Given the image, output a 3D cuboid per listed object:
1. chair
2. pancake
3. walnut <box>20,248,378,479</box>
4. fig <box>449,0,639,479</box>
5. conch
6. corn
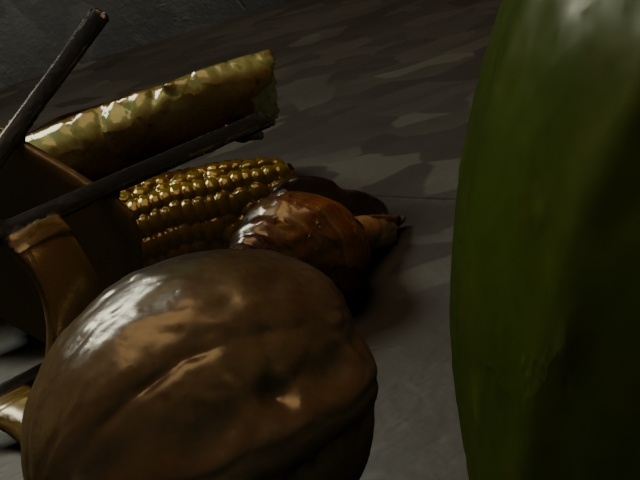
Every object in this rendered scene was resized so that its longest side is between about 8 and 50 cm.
[{"bbox_3d":[-0.154,0.009,0.823,0.172,0.158,0.247,32,45,13],"label":"chair"},{"bbox_3d":[-0.211,-0.042,1.151,0.427,0.067,0.305,-22,-6,7],"label":"pancake"},{"bbox_3d":[-0.049,0.076,0.600,0.140,0.140,0.162,-1,19,40],"label":"walnut"},{"bbox_3d":[0.163,0.009,0.389,0.316,0.316,0.316,-14,16,4],"label":"fig"},{"bbox_3d":[-0.005,0.002,0.921,0.080,0.086,0.233,-54,-3,10],"label":"conch"},{"bbox_3d":[-0.139,0.000,1.010,0.262,0.097,0.097,-18,16,-8],"label":"corn"}]
